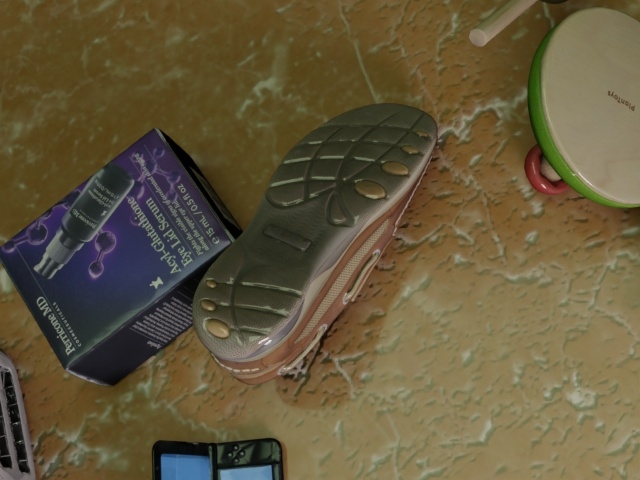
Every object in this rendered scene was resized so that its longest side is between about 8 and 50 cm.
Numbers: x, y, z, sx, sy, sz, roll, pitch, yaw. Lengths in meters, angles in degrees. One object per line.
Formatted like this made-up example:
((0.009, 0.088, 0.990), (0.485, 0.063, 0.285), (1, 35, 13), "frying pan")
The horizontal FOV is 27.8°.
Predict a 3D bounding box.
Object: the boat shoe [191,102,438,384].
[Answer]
((0.000, 0.000, 1.214), (0.123, 0.116, 0.324), (30, 64, 27), "boat shoe")

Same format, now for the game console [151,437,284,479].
((-0.092, 0.244, 1.194), (0.107, 0.071, 0.122), (-8, 73, 14), "game console")

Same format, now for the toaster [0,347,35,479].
((-0.373, 0.193, 1.260), (0.146, 0.129, 0.227), (-18, 69, 8), "toaster")

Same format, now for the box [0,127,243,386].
((-0.184, 0.020, 1.264), (0.207, 0.108, 0.153), (-38, 69, 3), "box")

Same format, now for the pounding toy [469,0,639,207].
((0.221, -0.130, 1.183), (0.237, 0.110, 0.183), (51, 58, -12), "pounding toy")
